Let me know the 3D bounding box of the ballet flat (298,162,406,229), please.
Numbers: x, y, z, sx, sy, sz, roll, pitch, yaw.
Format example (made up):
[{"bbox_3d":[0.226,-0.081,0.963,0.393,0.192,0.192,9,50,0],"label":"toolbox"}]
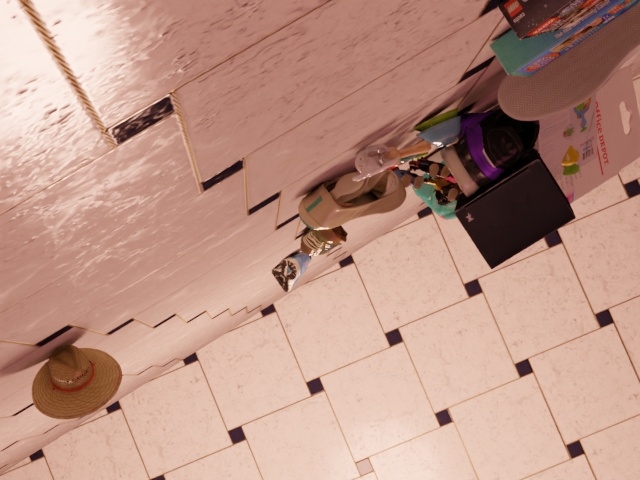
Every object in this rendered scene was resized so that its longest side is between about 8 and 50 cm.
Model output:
[{"bbox_3d":[0.066,-0.078,1.558,0.086,0.086,0.248,-36,173,41],"label":"ballet flat"}]

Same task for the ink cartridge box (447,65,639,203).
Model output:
[{"bbox_3d":[0.424,-0.176,1.902,0.353,0.207,0.119,-30,-151,-17],"label":"ink cartridge box"}]

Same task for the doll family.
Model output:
[{"bbox_3d":[0.193,-0.107,1.760,0.076,0.193,0.111,-65,-160,11],"label":"doll family"}]

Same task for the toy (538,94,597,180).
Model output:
[{"bbox_3d":[0.413,-0.223,1.774,0.137,0.237,0.056,-29,-146,-22],"label":"toy"}]

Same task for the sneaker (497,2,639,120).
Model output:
[{"bbox_3d":[0.396,-0.263,1.545,0.292,0.108,0.169,-33,172,3],"label":"sneaker"}]

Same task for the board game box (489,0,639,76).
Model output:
[{"bbox_3d":[0.318,-0.277,1.243,0.210,0.047,0.160,-34,176,20],"label":"board game box"}]

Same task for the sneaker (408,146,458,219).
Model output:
[{"bbox_3d":[0.326,-0.133,2.007,0.295,0.178,0.124,-34,175,25],"label":"sneaker"}]

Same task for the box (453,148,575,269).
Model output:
[{"bbox_3d":[0.303,-0.054,1.605,0.153,0.108,0.207,-33,-177,15],"label":"box"}]

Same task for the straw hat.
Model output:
[{"bbox_3d":[-0.366,0.188,1.495,0.144,0.144,0.061,-30,134,-24],"label":"straw hat"}]

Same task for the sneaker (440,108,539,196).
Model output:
[{"bbox_3d":[0.279,-0.160,1.615,0.146,0.102,0.293,-33,-170,18],"label":"sneaker"}]

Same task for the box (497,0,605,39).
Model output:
[{"bbox_3d":[0.306,-0.292,1.020,0.233,0.044,0.159,-36,175,37],"label":"box"}]

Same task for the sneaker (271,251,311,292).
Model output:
[{"bbox_3d":[-0.058,0.068,2.347,0.073,0.063,0.162,-33,177,-25],"label":"sneaker"}]

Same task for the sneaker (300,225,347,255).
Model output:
[{"bbox_3d":[0.000,0.000,1.967,0.086,0.064,0.192,-37,178,7],"label":"sneaker"}]

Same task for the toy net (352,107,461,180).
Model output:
[{"bbox_3d":[0.109,-0.131,1.478,0.232,0.045,0.122,-24,-178,-43],"label":"toy net"}]
